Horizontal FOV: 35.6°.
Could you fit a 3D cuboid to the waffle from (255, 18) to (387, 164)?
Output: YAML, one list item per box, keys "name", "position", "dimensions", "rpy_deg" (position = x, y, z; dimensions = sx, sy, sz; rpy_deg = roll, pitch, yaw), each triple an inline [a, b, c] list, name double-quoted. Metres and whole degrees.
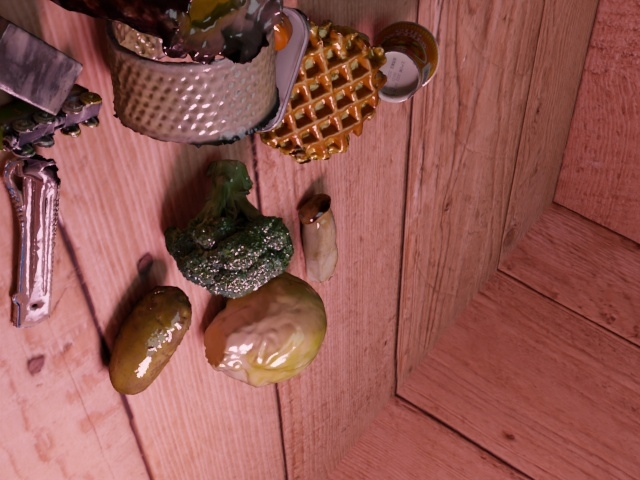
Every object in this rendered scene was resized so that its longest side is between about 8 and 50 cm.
- name: "waffle"
  position: [0.002, -0.299, 2.055]
  dimensions: [0.325, 0.068, 0.302]
  rpy_deg: [16, 106, -40]

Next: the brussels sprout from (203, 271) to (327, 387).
- name: "brussels sprout"
  position: [-0.119, 0.200, 2.296]
  dimensions: [0.273, 0.243, 0.316]
  rpy_deg: [-41, 156, 17]

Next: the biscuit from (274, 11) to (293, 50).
- name: "biscuit"
  position: [-0.129, -0.373, 1.682]
  dimensions: [0.050, 0.170, 0.170]
  rpy_deg: [-67, 158, -13]

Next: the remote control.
- name: "remote control"
  position: [-0.091, -0.326, 1.904]
  dimensions: [0.052, 0.104, 0.247]
  rpy_deg: [-31, 145, -64]

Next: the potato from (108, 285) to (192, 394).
- name: "potato"
  position: [-0.346, 0.199, 1.985]
  dimensions: [0.251, 0.113, 0.149]
  rpy_deg: [-56, 165, 11]

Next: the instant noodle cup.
- name: "instant noodle cup"
  position: [0.176, -0.386, 2.218]
  dimensions: [0.185, 0.168, 0.168]
  rpy_deg: [-61, 169, -62]

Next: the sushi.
- name: "sushi"
  position: [-0.205, -0.412, 1.344]
  dimensions: [0.281, 0.294, 0.299]
  rpy_deg: [-28, 139, -52]

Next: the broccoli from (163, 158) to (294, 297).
- name: "broccoli"
  position: [-0.181, -0.021, 1.957]
  dimensions: [0.270, 0.270, 0.270]
  rpy_deg: [10, 75, -65]

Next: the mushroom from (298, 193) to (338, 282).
- name: "mushroom"
  position: [0.000, 0.000, 2.476]
  dimensions: [0.100, 0.081, 0.312]
  rpy_deg: [-43, 153, -22]

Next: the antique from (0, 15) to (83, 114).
- name: "antique"
  position: [-0.417, -0.246, 1.369]
  dimensions: [0.086, 0.088, 0.183]
  rpy_deg: [-60, 156, 2]

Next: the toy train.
- name: "toy train"
  position: [-0.407, -0.181, 1.479]
  dimensions: [0.202, 0.081, 0.060]
  rpy_deg: [-39, 150, -53]

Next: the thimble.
- name: "thimble"
  position: [-0.194, -0.281, 1.549]
  dimensions: [0.271, 0.270, 0.150]
  rpy_deg: [-42, 148, -36]

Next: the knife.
- name: "knife"
  position: [-0.468, 0.004, 1.611]
  dimensions: [0.089, 0.043, 0.365]
  rpy_deg: [-5, 131, -22]
